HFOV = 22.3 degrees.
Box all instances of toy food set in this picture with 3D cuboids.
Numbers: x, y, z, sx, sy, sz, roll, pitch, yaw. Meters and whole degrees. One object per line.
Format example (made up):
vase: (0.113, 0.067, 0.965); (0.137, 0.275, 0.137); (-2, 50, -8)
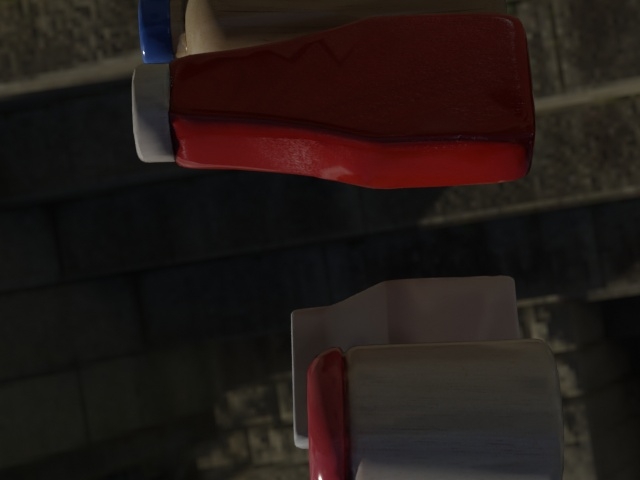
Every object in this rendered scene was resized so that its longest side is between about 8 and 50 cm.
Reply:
toy food set: (0.000, 0.000, 0.429); (0.104, 0.232, 0.111); (-2, 152, 0)
